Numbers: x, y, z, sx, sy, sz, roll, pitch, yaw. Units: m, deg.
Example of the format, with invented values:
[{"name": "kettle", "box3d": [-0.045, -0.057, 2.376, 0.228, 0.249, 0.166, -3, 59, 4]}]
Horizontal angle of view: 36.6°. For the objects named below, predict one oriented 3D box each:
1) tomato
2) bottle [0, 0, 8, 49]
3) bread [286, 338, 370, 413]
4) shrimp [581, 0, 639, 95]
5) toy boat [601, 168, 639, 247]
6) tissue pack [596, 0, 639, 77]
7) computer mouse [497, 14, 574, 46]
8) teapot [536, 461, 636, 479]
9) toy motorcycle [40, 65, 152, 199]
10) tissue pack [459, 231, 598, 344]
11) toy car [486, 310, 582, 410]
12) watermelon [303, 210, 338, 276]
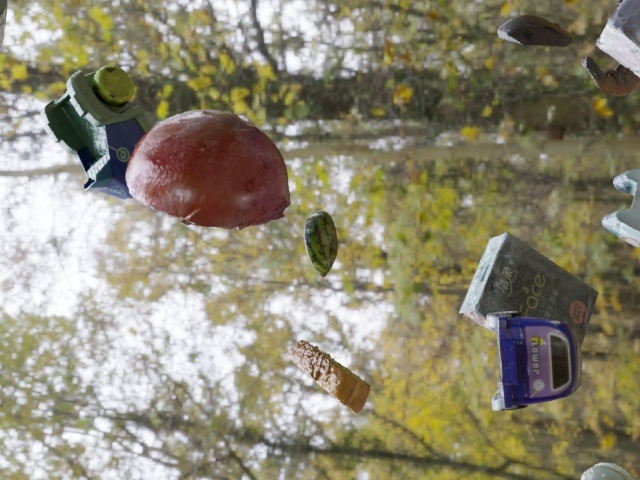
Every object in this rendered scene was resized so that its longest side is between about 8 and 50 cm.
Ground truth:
[{"name": "tomato", "box3d": [-0.214, -0.153, 1.928, 0.290, 0.335, 0.176, -39, -32, -57]}, {"name": "bottle", "box3d": [-0.615, -0.400, 1.763, 0.286, 0.082, 0.082, 167, 111, -69]}, {"name": "bread", "box3d": [0.017, 0.257, 1.856, 0.103, 0.187, 0.065, 36, -93, -41]}, {"name": "shrimp", "box3d": [0.644, -0.447, 2.127, 0.198, 0.051, 0.261, -13, -77, -36]}, {"name": "toy boat", "box3d": [0.521, -0.028, 1.413, 0.079, 0.208, 0.134, 81, -153, -55]}, {"name": "tissue pack", "box3d": [0.633, -0.367, 1.472, 0.361, 0.259, 0.122, -47, -15, -7]}, {"name": "computer mouse", "box3d": [0.458, -0.446, 2.045, 0.099, 0.172, 0.057, -108, 24, -65]}, {"name": "teapot", "box3d": [0.426, 0.462, 1.606, 0.251, 0.184, 0.183, -14, -74, -45]}, {"name": "toy motorcycle", "box3d": [-0.483, -0.214, 2.190, 0.200, 0.191, 0.326, -33, -89, -45]}, {"name": "tissue pack", "box3d": [0.520, 0.154, 2.404, 0.316, 0.103, 0.227, 31, -112, -16]}, {"name": "toy car", "box3d": [0.384, 0.210, 1.723, 0.235, 0.158, 0.172, 9, -102, -74]}, {"name": "watermelon", "box3d": [-0.009, -0.002, 2.306, 0.069, 0.087, 0.163, 1, -110, -27]}]
